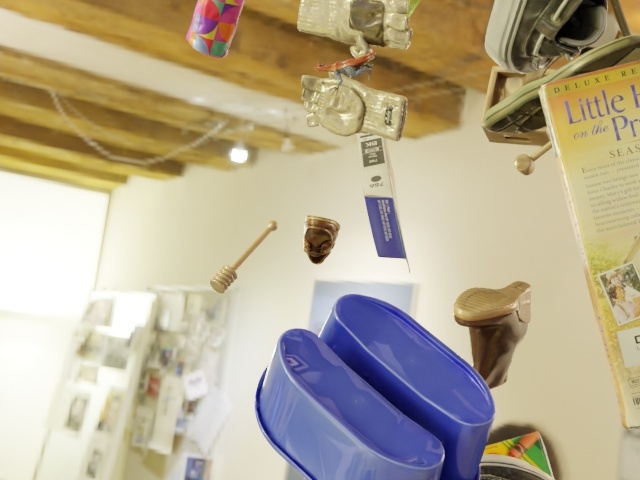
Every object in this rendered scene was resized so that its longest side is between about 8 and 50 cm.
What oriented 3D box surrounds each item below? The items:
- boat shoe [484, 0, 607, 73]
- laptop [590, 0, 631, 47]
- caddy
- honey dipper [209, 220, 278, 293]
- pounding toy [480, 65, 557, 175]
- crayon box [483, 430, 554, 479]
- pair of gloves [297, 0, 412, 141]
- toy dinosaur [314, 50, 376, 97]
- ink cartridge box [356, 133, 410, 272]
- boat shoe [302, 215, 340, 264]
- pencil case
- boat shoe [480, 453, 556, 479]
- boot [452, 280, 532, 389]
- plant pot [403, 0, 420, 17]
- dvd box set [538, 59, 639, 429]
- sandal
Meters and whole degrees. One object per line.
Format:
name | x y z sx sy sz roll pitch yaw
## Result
boat shoe | 0.273 -0.262 1.226 0.119 0.121 0.335 37 -3 14
laptop | 0.728 -0.393 2.337 0.236 0.382 0.408 -2 -43 1
caddy | 0.069 0.238 1.409 0.341 0.179 0.241 39 48 26
honey dipper | -0.119 0.021 1.685 0.030 0.160 0.030 28 -33 20
pounding toy | 0.403 -0.213 1.979 0.181 0.206 0.094 8 -14 24
crayon box | 0.355 0.530 1.930 0.202 0.318 0.081 -19 -40 9
pair of gloves | 0.056 -0.287 1.680 0.204 0.240 0.042 9 15 31
toy dinosaur | 0.034 -0.251 1.490 0.082 0.047 0.090 13 -46 0
ink cartridge box | 0.124 -0.092 2.124 0.065 0.332 0.165 -11 -53 5
boat shoe | 0.000 0.000 1.891 0.064 0.060 0.178 11 -15 4
pencil case | -0.211 -0.503 2.178 0.104 0.236 0.104 15 22 -6
boat shoe | 0.330 0.411 1.523 0.301 0.108 0.102 28 8 7
boot | 0.300 0.187 1.877 0.090 0.207 0.248 23 20 34
plant pot | 0.154 -0.480 2.079 0.079 0.083 0.083 35 -12 -6
dvd box set | 0.455 -0.016 1.229 0.307 0.420 0.062 -14 -5 4
sandal | 0.357 -0.243 1.559 0.120 0.086 0.303 13 -22 -37
